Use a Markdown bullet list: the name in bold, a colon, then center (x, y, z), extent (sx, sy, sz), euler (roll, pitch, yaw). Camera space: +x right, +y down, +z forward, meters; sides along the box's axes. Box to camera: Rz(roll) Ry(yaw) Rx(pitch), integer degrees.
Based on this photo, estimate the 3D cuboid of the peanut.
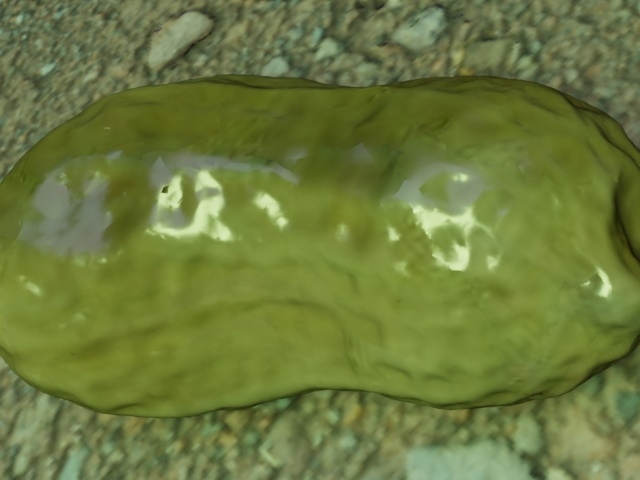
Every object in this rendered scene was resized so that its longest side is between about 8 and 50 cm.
- **peanut**: center (-0.002, -0.007, 0.596), extent (0.291, 0.143, 0.159), euler (-4, 46, 19)
